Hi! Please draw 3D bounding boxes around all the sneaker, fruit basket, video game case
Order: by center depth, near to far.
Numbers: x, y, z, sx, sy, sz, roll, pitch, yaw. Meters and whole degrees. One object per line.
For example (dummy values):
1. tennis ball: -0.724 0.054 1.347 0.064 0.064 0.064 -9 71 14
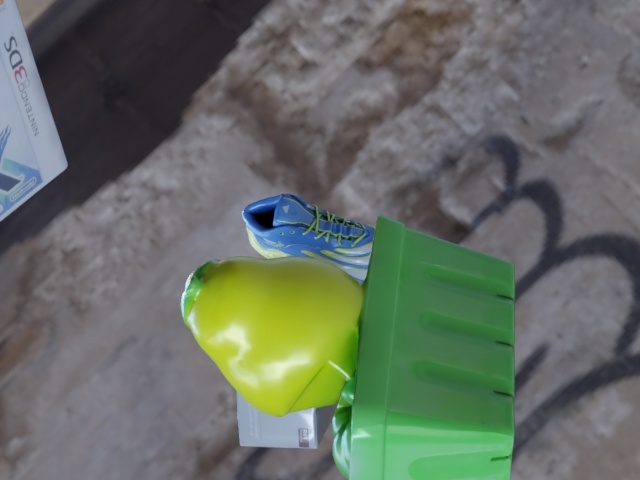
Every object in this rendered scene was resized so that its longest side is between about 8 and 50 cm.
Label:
1. fruit basket: 0.029 0.147 1.669 0.392 0.392 0.283 47 147 44
2. video game case: -0.442 -0.105 1.720 0.036 0.329 0.300 26 144 31
3. sneaker: 0.000 0.000 1.980 0.240 0.091 0.126 9 164 25

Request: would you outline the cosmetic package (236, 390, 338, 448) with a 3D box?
1. cosmetic package: -0.030 0.160 1.879 0.238 0.107 0.127 -38 -53 -73
